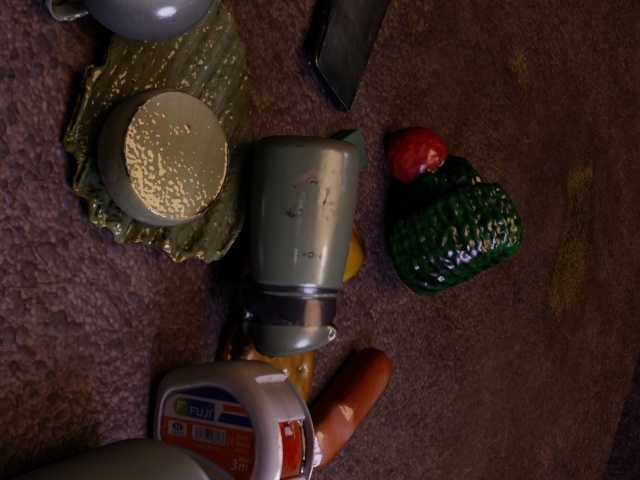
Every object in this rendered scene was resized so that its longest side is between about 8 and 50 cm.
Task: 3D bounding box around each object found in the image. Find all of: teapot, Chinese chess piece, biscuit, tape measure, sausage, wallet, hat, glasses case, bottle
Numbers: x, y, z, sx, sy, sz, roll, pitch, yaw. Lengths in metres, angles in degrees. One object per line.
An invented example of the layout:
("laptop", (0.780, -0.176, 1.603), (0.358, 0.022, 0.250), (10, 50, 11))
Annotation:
("teapot", (-0.230, -0.364, 1.318), (0.294, 0.129, 0.193), (-26, 75, -20))
("Chinese chess piece", (-0.214, -0.114, 1.361), (0.188, 0.083, 0.189), (-1, 92, -43))
("biscuit", (-0.088, 0.217, 1.672), (0.220, 0.066, 0.221), (-12, 105, -55))
("tape measure", (-0.124, 0.306, 1.452), (0.130, 0.258, 0.265), (8, 86, -53))
("sausage", (0.044, 0.309, 1.853), (0.300, 0.083, 0.089), (-44, 127, -42))
("wallet", (0.056, -0.411, 1.858), (0.172, 0.045, 0.318), (47, 54, -50))
("hat", (0.239, -0.076, 2.012), (0.242, 0.274, 0.332), (-2, 65, -66))
("glasses case", (0.019, -0.140, 1.825), (0.184, 0.039, 0.078), (-39, 122, -47))
("bottle", (-0.035, 0.013, 1.553), (0.168, 0.168, 0.347), (6, 89, -55))

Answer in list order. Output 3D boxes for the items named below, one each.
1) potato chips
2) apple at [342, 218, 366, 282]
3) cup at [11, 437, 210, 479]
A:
("potato chips", (-0.207, -0.179, 1.471), (0.358, 0.070, 0.429), (47, 55, -44))
("apple", (0.001, 0.001, 1.701), (0.146, 0.147, 0.163), (31, 54, -79))
("cup", (-0.292, 0.435, 1.264), (0.274, 0.259, 0.357), (-16, 136, -54))
